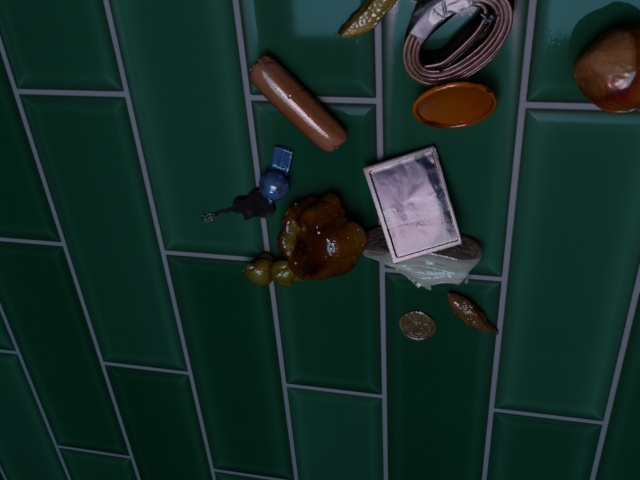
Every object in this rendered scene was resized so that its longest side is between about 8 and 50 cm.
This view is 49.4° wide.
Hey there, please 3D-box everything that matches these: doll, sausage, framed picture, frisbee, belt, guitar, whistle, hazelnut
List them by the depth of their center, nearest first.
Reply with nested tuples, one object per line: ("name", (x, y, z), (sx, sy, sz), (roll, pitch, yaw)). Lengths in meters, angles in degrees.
("hazelnut", (0.616, -0.353, 1.443), (0.181, 0.182, 0.182), (7, 125, 10))
("belt", (0.289, -0.453, 1.494), (0.184, 0.105, 0.261), (39, 127, -15))
("frisbee", (0.304, -0.313, 1.580), (0.191, 0.035, 0.192), (-1, 159, 0))
("sausage", (-0.055, -0.327, 1.684), (0.289, 0.086, 0.086), (42, 124, -15))
("framed picture", (0.231, -0.088, 1.730), (0.188, 0.023, 0.260), (-16, 96, 11))
("whistle", (-0.117, -0.160, 1.813), (0.090, 0.090, 0.158), (17, 127, 3))
("guitar", (-0.234, -0.085, 1.931), (0.233, 0.025, 0.088), (-13, 120, 23))
("doll", (-0.117, 0.078, 1.988), (0.209, 0.097, 0.137), (-2, 156, -2))

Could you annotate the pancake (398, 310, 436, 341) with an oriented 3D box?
("pancake", (0.281, 0.250, 2.027), (0.114, 0.011, 0.115), (8, 123, 12))

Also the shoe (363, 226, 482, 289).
("shoe", (0.261, 0.060, 1.843), (0.316, 0.124, 0.159), (7, 133, 12))

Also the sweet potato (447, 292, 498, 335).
("sweet potato", (0.423, 0.209, 1.933), (0.205, 0.060, 0.068), (37, 164, -23))

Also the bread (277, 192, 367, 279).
("bread", (-0.009, -0.006, 1.841), (0.232, 0.135, 0.247), (55, 138, 14))

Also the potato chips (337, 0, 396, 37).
("potato chips", (0.165, -0.583, 1.466), (0.080, 0.057, 0.407), (27, 126, -10))
